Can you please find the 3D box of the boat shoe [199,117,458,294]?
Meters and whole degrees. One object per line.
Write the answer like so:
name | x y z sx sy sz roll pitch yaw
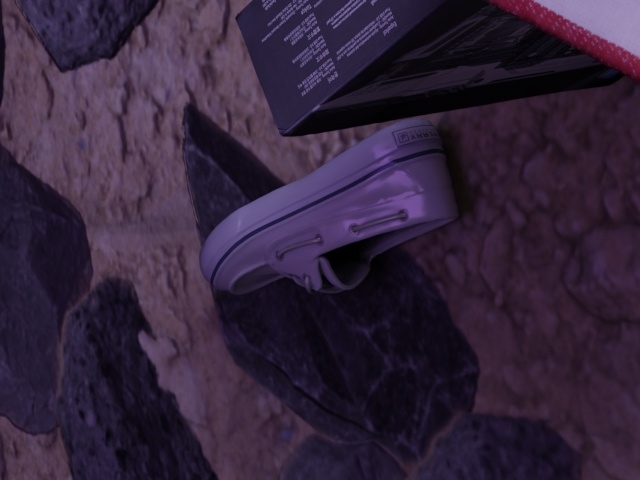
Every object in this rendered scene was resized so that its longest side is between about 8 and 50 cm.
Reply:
boat shoe | 0.000 0.000 1.219 0.226 0.083 0.075 -34 70 46

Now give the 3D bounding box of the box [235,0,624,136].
box | 0.138 -0.159 0.891 0.307 0.242 0.076 -36 71 51

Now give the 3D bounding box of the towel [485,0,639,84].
towel | 0.163 -0.204 0.635 0.237 0.037 0.329 36 119 36
